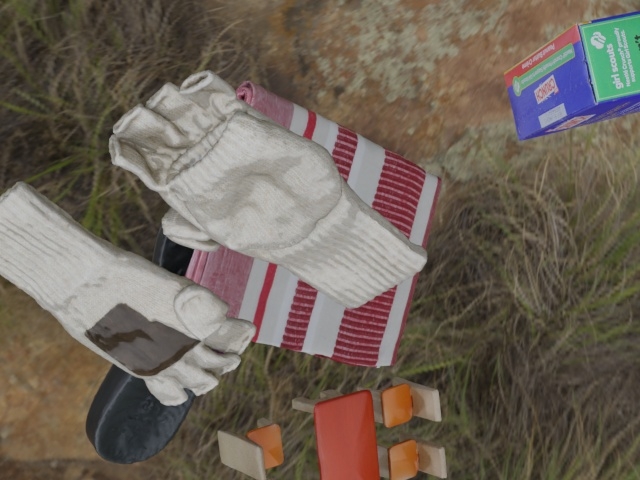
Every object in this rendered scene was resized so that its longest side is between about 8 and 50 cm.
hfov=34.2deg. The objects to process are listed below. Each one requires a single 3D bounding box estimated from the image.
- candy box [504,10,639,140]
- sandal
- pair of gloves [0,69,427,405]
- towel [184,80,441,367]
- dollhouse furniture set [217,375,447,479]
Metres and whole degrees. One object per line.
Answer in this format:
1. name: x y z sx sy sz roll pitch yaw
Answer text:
1. candy box: 0.462 -0.252 1.500 0.317 0.268 0.122 -15 89 -13
2. sandal: -0.145 0.103 1.288 0.107 0.168 0.445 40 112 41
3. pair of gloves: -0.080 0.011 0.644 0.240 0.042 0.204 -28 128 28
4. towel: 0.000 0.000 1.077 0.037 0.329 0.237 13 86 41
5. dollhouse furniture set: 0.037 0.307 1.231 0.135 0.262 0.259 7 106 57
